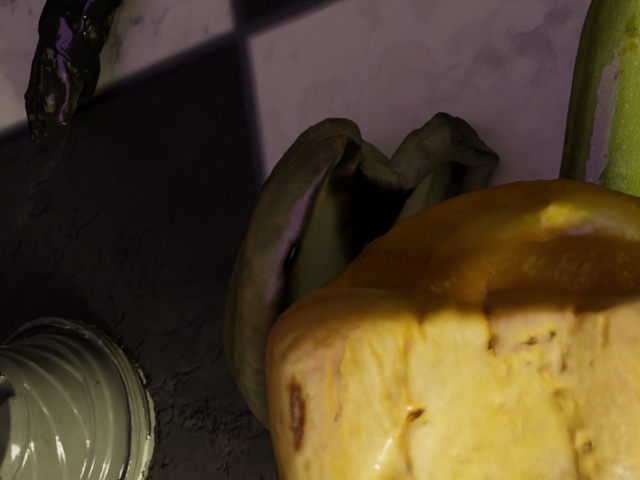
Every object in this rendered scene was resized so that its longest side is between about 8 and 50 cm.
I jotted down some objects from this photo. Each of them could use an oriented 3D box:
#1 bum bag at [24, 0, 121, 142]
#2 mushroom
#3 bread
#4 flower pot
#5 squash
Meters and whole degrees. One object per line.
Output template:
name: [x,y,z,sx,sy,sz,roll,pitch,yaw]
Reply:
bum bag: [-0.238,-0.212,1.806,0.102,0.069,0.248,-154,78,-74]
mushroom: [-0.008,0.003,1.504,0.212,0.217,0.292,44,109,37]
bread: [0.155,0.155,1.312,0.361,0.250,0.394,-11,85,14]
flower pot: [-0.281,0.181,1.734,0.235,0.140,0.235,-8,77,35]
squash: [0.234,-0.119,1.420,0.094,0.094,0.341,11,89,38]
